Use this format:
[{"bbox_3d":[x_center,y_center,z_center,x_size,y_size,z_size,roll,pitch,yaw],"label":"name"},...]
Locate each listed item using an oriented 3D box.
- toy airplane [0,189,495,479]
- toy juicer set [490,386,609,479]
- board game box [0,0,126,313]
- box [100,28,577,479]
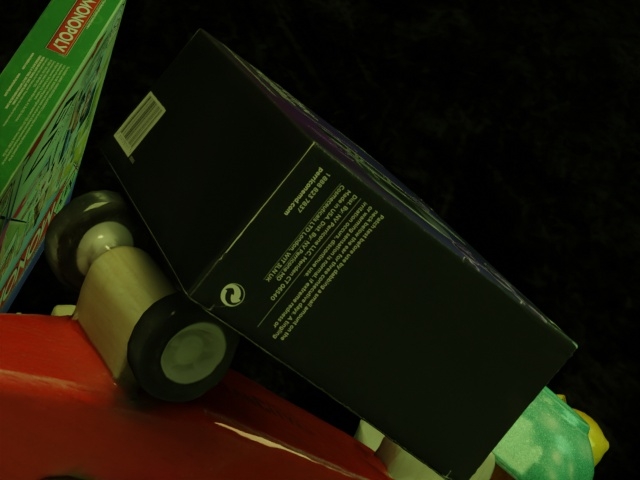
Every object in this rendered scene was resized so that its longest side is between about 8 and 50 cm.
[{"bbox_3d":[-0.065,0.175,1.090,0.384,0.272,0.386,38,5,4],"label":"toy airplane"},{"bbox_3d":[0.148,0.151,1.271,0.329,0.089,0.209,42,4,37],"label":"toy juicer set"},{"bbox_3d":[-0.219,-0.013,1.225,0.046,0.213,0.317,21,40,0],"label":"board game box"},{"bbox_3d":[0.000,0.000,1.002,0.184,0.103,0.261,39,4,-24],"label":"box"}]
